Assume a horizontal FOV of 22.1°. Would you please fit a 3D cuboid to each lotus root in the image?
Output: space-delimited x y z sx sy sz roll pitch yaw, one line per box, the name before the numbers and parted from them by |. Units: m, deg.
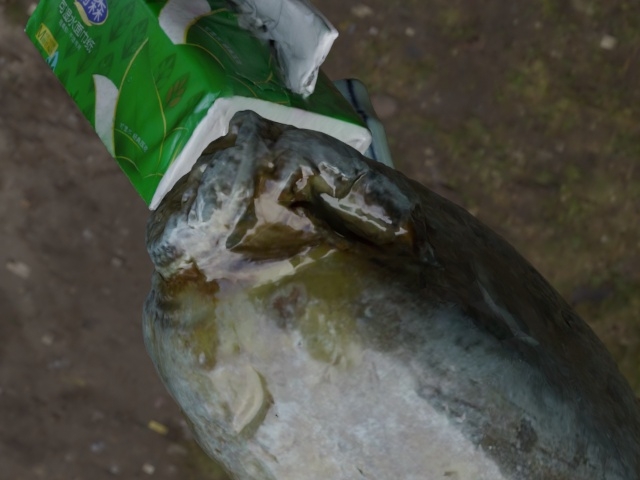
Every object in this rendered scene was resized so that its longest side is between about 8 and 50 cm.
lotus root | 0.054 0.089 0.754 0.349 0.175 0.175 45 140 -13

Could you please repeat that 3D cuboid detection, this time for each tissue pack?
tissue pack | -0.072 -0.129 1.116 0.148 0.209 0.156 14 119 -46

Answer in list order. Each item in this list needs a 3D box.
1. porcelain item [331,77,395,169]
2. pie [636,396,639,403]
porcelain item | 0.000 0.000 1.627 0.157 0.286 0.281 -15 178 -5
pie | 0.180 0.126 1.193 0.273 0.069 0.273 32 170 7
